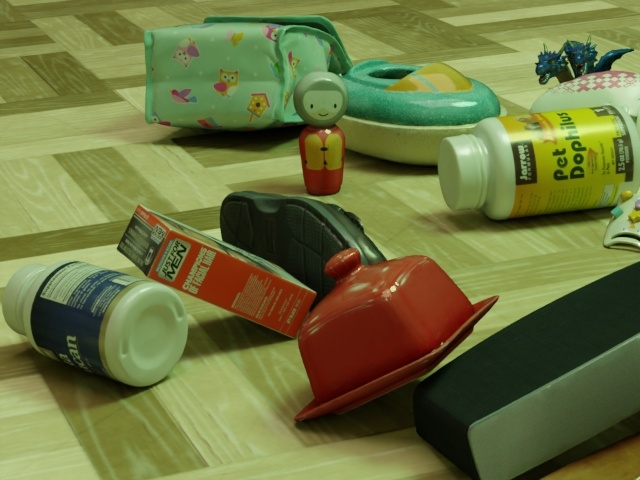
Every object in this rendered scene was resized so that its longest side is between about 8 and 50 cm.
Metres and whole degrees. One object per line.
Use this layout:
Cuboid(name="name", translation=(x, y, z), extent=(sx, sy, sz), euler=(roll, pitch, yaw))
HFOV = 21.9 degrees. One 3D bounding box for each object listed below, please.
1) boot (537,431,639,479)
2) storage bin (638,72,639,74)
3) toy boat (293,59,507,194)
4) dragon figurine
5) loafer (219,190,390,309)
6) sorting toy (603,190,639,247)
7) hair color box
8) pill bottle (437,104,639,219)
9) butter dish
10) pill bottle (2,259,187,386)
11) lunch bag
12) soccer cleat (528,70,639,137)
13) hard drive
Cuboid(name="boot", translation=(0.274, 0.151, 1.271), extent=(0.280, 0.096, 0.264), euler=(-25, 30, -27))
Cuboid(name="storage bin", translation=(0.467, -0.208, 2.206), extent=(0.098, 0.135, 0.091), euler=(-1, 7, 6))
Cuboid(name="toy boat", translation=(0.082, -0.164, 2.078), extent=(0.267, 0.148, 0.318), euler=(12, 23, 37))
Cuboid(name="dragon figurine", translation=(0.371, -0.223, 2.223), extent=(0.085, 0.144, 0.289), euler=(9, 21, 29))
Cuboid(name="loafer", translation=(0.000, 0.000, 1.677), extent=(0.095, 0.109, 0.302), euler=(-8, 16, -28))
Cuboid(name="sorting toy", translation=(0.341, -0.014, 1.782), extent=(0.083, 0.045, 0.075), euler=(8, 40, 28))
Cuboid(name="hair color box", translation=(-0.097, 0.029, 1.553), extent=(0.167, 0.053, 0.093), euler=(23, 5, -30))
Cuboid(name="pill bottle", translation=(0.247, -0.087, 1.874), extent=(0.215, 0.117, 0.117), euler=(-7, 19, -13))
Cuboid(name="butter dish", translation=(0.044, 0.062, 1.395), extent=(0.160, 0.118, 0.160), euler=(-29, 2, 32))
Cuboid(name="pill bottle", translation=(-0.210, 0.070, 1.503), extent=(0.169, 0.094, 0.094), euler=(13, 24, 40))
Cuboid(name="lunch bag", translation=(-0.092, -0.235, 2.308), extent=(0.223, 0.160, 0.262), euler=(2, 8, 24))
Cuboid(name="soccer cleat", translation=(0.414, -0.140, 2.013), extent=(0.331, 0.116, 0.143), euler=(2, 19, 12))
Cuboid(name="hard drive", translation=(0.201, 0.095, 1.293), extent=(0.254, 0.054, 0.172), euler=(-28, 16, -10))
